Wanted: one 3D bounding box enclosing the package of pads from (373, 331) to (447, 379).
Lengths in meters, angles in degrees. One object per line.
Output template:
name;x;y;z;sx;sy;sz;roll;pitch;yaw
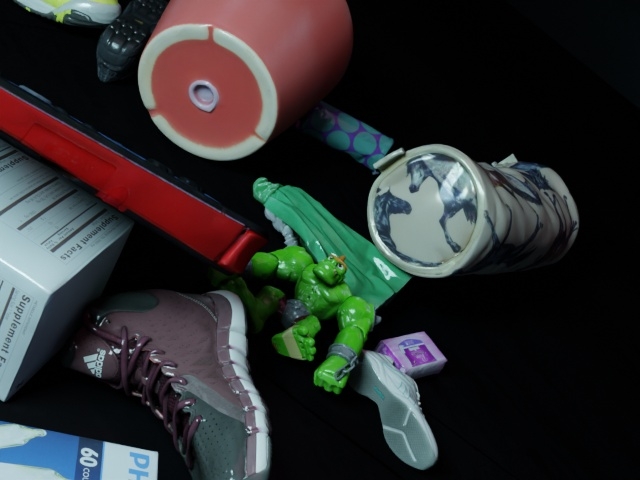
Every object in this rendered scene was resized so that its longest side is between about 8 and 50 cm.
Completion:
package of pads;0.106;0.137;0.936;0.083;0.032;0.050;-4;45;-45

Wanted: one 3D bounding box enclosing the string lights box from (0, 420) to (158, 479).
string lights box;-0.242;0.186;0.515;0.259;0.077;0.133;18;32;-22

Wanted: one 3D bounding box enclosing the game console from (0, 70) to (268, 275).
game console;-0.249;-0.108;0.720;0.386;0.060;0.342;28;-7;44

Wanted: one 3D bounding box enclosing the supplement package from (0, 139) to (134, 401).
supplement package;-0.309;-0.007;0.672;0.244;0.139;0.134;34;31;0

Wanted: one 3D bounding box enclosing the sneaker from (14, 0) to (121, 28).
sneaker;-0.426;-0.463;1.214;0.385;0.147;0.145;47;32;22

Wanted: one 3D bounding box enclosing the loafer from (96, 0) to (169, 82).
loafer;-0.272;-0.301;1.182;0.076;0.078;0.223;32;35;-7

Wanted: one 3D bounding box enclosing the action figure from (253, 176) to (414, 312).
action figure;0.000;0.000;1.009;0.232;0.063;0.137;44;35;13

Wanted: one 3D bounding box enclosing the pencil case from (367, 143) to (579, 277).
pencil case;0.223;-0.042;1.114;0.410;0.160;0.184;-1;50;-56

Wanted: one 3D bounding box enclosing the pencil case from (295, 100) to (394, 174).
pencil case;0.039;-0.169;1.283;0.151;0.070;0.065;27;66;-13

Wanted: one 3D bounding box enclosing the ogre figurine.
ogre figurine;-0.021;0.069;0.870;0.197;0.097;0.118;23;39;34

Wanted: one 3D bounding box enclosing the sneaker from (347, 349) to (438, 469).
sneaker;0.087;0.173;0.849;0.061;0.054;0.152;5;39;-41

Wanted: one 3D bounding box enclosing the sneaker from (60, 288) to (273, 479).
sneaker;-0.140;0.134;0.676;0.162;0.106;0.281;12;25;-20

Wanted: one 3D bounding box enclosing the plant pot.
plant pot;-0.114;-0.253;1.107;0.274;0.275;0.243;30;41;-4
